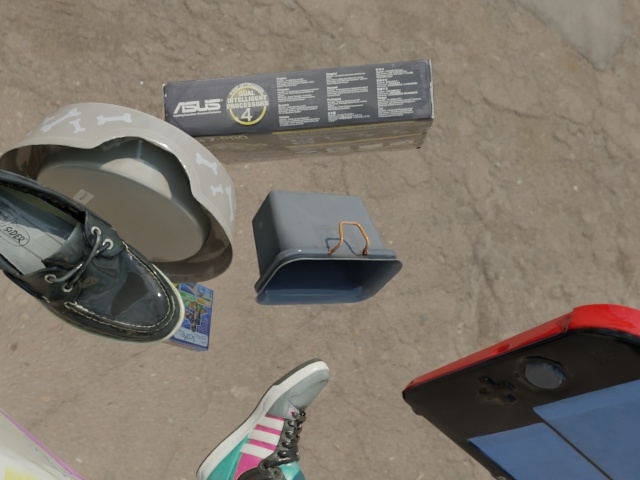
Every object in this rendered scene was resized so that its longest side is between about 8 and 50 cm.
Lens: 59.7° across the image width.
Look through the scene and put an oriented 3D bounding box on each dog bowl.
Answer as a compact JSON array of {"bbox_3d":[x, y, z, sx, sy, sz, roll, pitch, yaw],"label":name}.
[{"bbox_3d":[-0.287,-0.062,0.841,0.349,0.349,0.102,28,55,-23],"label":"dog bowl"}]

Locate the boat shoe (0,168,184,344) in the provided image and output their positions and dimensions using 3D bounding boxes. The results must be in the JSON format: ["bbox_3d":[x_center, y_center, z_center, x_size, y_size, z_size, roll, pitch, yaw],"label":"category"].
[{"bbox_3d":[-0.317,0.010,0.675,0.340,0.113,0.127,38,68,0],"label":"boat shoe"}]

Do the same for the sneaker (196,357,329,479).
[{"bbox_3d":[-0.055,0.355,0.928,0.295,0.124,0.178,-47,60,0],"label":"sneaker"}]

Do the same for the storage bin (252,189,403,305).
[{"bbox_3d":[0.000,0.000,0.538,0.135,0.098,0.091,1,56,-31],"label":"storage bin"}]

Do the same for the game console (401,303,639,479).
[{"bbox_3d":[0.333,0.253,0.660,0.386,0.342,0.060,41,45,-7],"label":"game console"}]

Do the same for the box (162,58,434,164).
[{"bbox_3d":[-0.019,-0.200,0.942,0.395,0.318,0.097,-3,93,8],"label":"box"}]

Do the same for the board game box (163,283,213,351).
[{"bbox_3d":[-0.297,0.140,1.130,0.201,0.035,0.136,37,48,-54],"label":"board game box"}]

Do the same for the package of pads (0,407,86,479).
[{"bbox_3d":[-0.327,0.194,0.484,0.229,0.296,0.101,28,62,22],"label":"package of pads"}]
